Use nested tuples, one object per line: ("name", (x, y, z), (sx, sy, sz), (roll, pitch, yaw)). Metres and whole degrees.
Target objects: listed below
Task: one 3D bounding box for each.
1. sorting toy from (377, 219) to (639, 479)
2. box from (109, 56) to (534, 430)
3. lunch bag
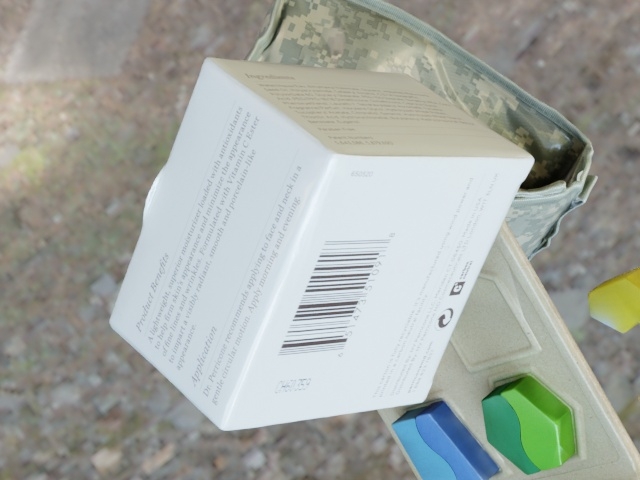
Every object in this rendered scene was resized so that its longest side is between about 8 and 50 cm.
("sorting toy", (0.123, 0.083, 1.090), (0.041, 0.229, 0.307), (-29, -177, -38))
("box", (0.000, 0.000, 0.966), (0.182, 0.119, 0.181), (-2, 123, -47))
("lunch bag", (0.060, -0.054, 1.335), (0.235, 0.287, 0.169), (113, 1, -65))
